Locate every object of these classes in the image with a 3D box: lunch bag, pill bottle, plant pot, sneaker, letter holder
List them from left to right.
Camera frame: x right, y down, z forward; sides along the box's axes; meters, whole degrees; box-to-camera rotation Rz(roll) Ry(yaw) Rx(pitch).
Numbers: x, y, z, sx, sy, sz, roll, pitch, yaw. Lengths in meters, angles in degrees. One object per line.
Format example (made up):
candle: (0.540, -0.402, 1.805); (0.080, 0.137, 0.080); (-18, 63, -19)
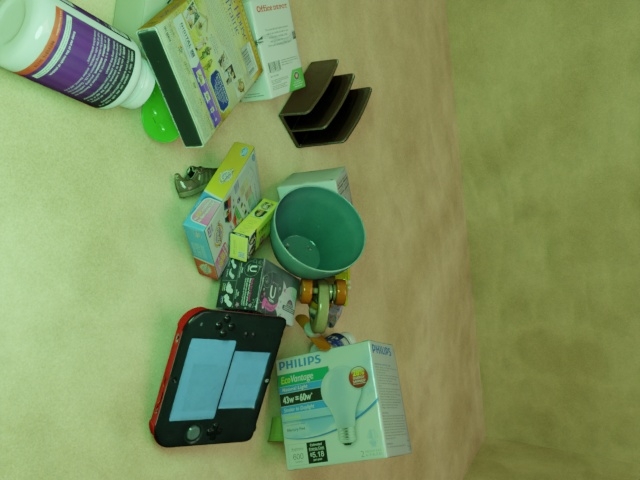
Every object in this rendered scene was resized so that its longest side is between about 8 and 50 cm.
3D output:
pill bottle: (-0.516, -0.395, 1.342); (0.323, 0.182, 0.181); (20, 74, -56)
sneaker: (-0.331, -0.182, 1.752); (0.188, 0.066, 0.071); (-41, 120, -51)
plant pot: (-0.135, 0.628, 2.090); (0.083, 0.083, 0.079); (31, 54, -54)
plant pot: (-0.034, 0.004, 1.921); (0.291, 0.195, 0.290); (11, 59, -19)
letter holder: (0.030, -0.481, 2.175); (0.152, 0.215, 0.301); (59, 44, -40)
lunch bag: (0.048, 0.284, 2.383); (0.083, 0.053, 0.071); (97, 21, -44)
pill bottle: (0.053, 0.406, 2.340); (0.187, 0.112, 0.111); (-17, 105, -57)

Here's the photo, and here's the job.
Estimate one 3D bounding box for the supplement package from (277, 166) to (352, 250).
supplement package: (-0.002, -0.090, 2.112); (0.198, 0.200, 0.262); (-57, 139, -66)

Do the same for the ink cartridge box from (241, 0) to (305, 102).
ink cartridge box: (-0.171, -0.593, 1.937); (0.211, 0.122, 0.288); (-37, 121, -52)

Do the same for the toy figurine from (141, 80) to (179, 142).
toy figurine: (-0.382, -0.343, 1.655); (0.173, 0.130, 0.159); (62, 21, 0)

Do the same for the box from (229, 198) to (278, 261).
box: (-0.193, -0.034, 1.863); (0.232, 0.058, 0.087); (-55, 157, -55)

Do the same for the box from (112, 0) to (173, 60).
box: (-0.431, -0.574, 1.539); (0.094, 0.113, 0.274); (16, 79, -58)

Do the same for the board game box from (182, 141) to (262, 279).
board game box: (-0.266, -0.084, 1.776); (0.242, 0.064, 0.316); (88, 22, -54)

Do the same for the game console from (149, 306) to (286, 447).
game console: (-0.272, 0.377, 1.719); (0.342, 0.060, 0.386); (14, 95, -39)

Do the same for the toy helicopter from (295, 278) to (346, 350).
toy helicopter: (-0.017, 0.217, 2.085); (0.355, 0.140, 0.234); (-138, -128, -78)

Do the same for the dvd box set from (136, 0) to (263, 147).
dvd box set: (-0.285, -0.475, 1.594); (0.420, 0.062, 0.307); (-67, 149, -45)

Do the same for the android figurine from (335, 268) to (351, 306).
android figurine: (0.082, 0.107, 2.338); (0.248, 0.056, 0.272); (82, 6, -65)

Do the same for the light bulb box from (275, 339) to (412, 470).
light bulb box: (0.072, 0.541, 2.061); (0.225, 0.358, 0.360); (28, 50, -60)

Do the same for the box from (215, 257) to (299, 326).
box: (-0.181, 0.161, 1.896); (0.247, 0.142, 0.163); (38, 56, -59)
